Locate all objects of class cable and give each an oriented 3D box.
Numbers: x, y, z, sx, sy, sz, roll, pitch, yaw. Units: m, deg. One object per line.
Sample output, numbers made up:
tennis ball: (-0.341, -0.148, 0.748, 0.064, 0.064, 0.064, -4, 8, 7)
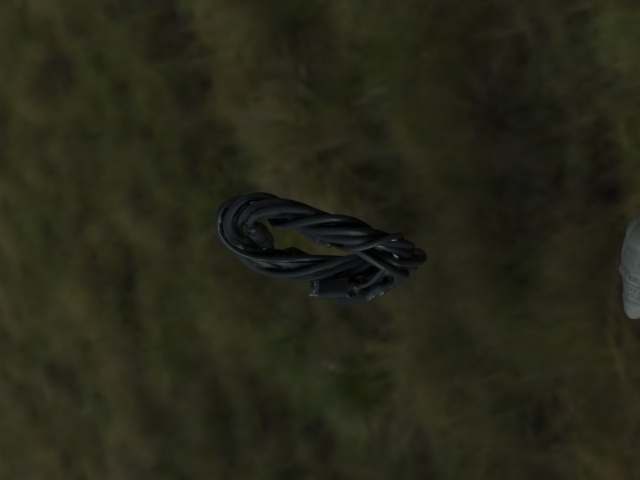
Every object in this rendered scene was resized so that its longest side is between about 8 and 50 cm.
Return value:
cable: (0.000, 0.000, 1.512, 0.184, 0.150, 0.047, -12, 51, 60)

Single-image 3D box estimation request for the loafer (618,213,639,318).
loafer: (0.448, 0.027, 1.901, 0.112, 0.319, 0.111, -120, 33, -61)
